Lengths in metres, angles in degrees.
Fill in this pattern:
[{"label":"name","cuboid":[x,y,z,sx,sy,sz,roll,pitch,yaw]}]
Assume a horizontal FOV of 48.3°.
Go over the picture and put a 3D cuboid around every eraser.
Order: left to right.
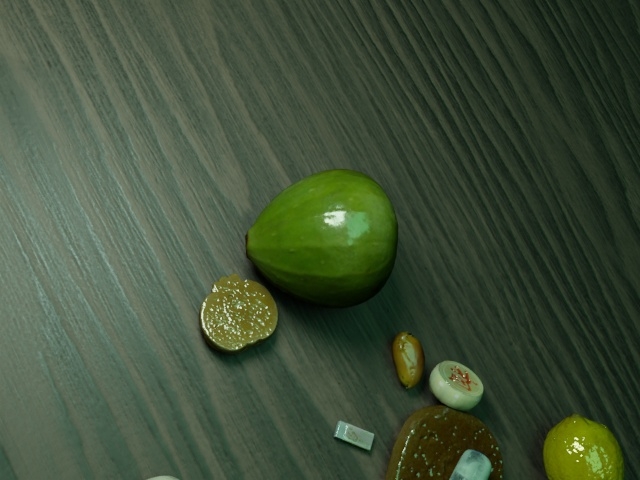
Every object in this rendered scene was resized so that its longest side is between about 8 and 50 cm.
[{"label":"eraser","cuboid":[0.071,0.413,1.509,0.083,0.019,0.038,25,65,-14]}]

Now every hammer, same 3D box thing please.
[{"label":"hammer","cuboid":[0.353,0.537,1.498,0.194,0.069,0.116,44,60,-12]}]

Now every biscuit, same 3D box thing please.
[{"label":"biscuit","cuboid":[-0.176,0.152,1.483,0.170,0.050,0.170,9,62,-16]},{"label":"biscuit","cuboid":[0.277,0.547,1.528,0.314,0.063,0.367,27,64,-17]}]

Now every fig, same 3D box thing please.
[{"label":"fig","cuboid":[0.000,0.000,1.484,0.316,0.316,0.316,8,69,-21]}]

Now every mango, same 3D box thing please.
[{"label":"mango","cuboid":[0.194,0.267,1.592,0.077,0.063,0.127,-1,77,-29]}]

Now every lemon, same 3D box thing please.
[{"label":"lemon","cuboid":[0.598,0.502,1.619,0.181,0.180,0.193,-17,57,-28]}]

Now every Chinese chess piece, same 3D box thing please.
[{"label":"Chinese chess piece","cuboid":[0.303,0.323,1.593,0.122,0.051,0.122,19,27,-10]}]

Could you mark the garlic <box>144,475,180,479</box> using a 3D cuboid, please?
[{"label":"garlic","cuboid":[-0.267,0.537,1.251,0.178,0.143,0.229,-20,89,-30]}]
